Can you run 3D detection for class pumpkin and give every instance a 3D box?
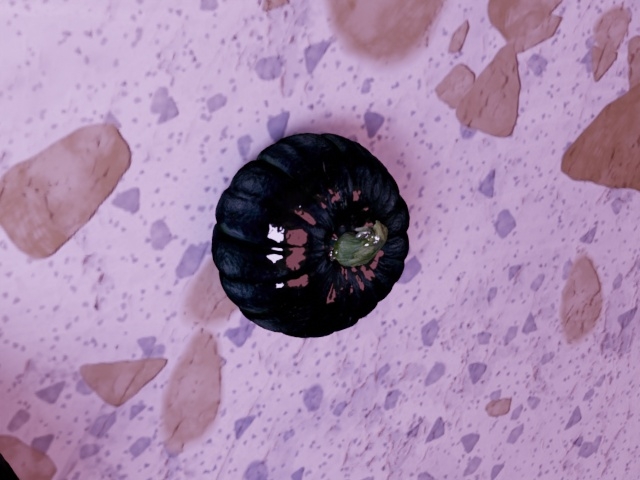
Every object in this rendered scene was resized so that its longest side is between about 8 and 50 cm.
[{"bbox_3d":[-0.008,-0.003,1.283,0.194,0.150,0.194,-10,129,-12],"label":"pumpkin"}]

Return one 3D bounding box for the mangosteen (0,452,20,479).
[{"bbox_3d":[-0.401,0.286,0.999,0.435,0.382,0.382,-19,133,11],"label":"mangosteen"}]
